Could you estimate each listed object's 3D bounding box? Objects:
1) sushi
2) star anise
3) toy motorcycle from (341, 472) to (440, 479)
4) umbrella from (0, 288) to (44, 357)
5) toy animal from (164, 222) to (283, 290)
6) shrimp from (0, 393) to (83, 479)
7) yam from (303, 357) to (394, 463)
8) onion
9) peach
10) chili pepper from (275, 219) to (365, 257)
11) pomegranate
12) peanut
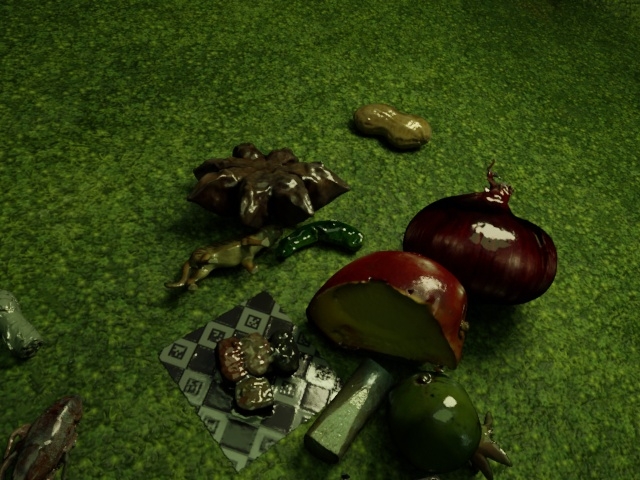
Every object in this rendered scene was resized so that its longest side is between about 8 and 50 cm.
[{"bbox_3d":[-0.104,0.196,0.834,0.220,0.047,0.231,-29,63,-31],"label":"sushi"},{"bbox_3d":[-0.096,-0.110,1.016,0.316,0.108,0.315,-3,30,2],"label":"star anise"},{"bbox_3d":[0.070,0.356,0.700,0.213,0.122,0.082,-8,40,-20],"label":"toy motorcycle"},{"bbox_3d":[-0.478,0.119,0.800,0.143,0.067,0.062,43,95,11],"label":"umbrella"},{"bbox_3d":[-0.164,0.030,0.939,0.241,0.056,0.099,-22,23,-21],"label":"toy animal"},{"bbox_3d":[-0.368,0.286,0.686,0.075,0.073,0.190,9,45,0],"label":"shrimp"},{"bbox_3d":[0.046,0.256,0.807,0.068,0.068,0.169,35,52,15],"label":"yam"},{"bbox_3d":[0.294,-0.011,0.953,0.273,0.284,0.273,16,6,-2],"label":"onion"},{"bbox_3d":[0.109,0.094,0.867,0.268,0.158,0.154,1,22,34],"label":"peach"},{"bbox_3d":[-0.004,-0.005,1.019,0.182,0.050,0.073,-9,64,-16],"label":"chili pepper"},{"bbox_3d":[0.190,0.276,0.779,0.191,0.131,0.152,30,12,-6],"label":"pomegranate"},{"bbox_3d":[0.169,-0.271,1.257,0.193,0.089,0.089,22,50,10],"label":"peanut"}]
